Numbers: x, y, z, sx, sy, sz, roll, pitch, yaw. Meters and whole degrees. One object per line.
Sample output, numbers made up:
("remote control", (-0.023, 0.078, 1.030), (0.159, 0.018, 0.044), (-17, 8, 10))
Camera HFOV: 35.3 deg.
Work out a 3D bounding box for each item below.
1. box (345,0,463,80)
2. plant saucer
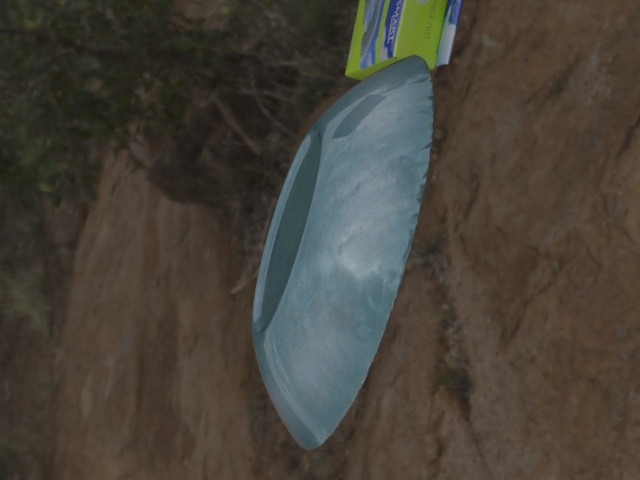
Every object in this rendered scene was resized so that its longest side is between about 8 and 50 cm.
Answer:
("box", (0.070, -0.192, 0.841), (0.178, 0.042, 0.109), (-164, 85, -77))
("plant saucer", (0.000, 0.000, 0.480), (0.195, 0.037, 0.195), (-164, 90, -78))
